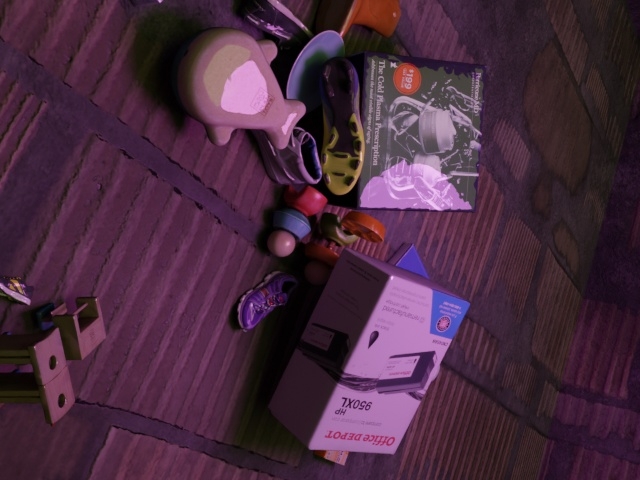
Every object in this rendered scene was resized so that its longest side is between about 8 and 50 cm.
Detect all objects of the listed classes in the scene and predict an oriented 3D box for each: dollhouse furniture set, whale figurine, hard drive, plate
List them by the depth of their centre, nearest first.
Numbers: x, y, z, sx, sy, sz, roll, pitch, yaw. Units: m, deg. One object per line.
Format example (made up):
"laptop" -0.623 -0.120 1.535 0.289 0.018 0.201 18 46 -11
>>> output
"dollhouse furniture set" -0.431 0.181 1.038 0.183 0.130 0.128 -61 147 -70
"whale figurine" -0.153 -0.275 1.247 0.272 0.141 0.216 27 90 -43
"plate" -0.016 -0.359 1.439 0.188 0.024 0.188 -43 153 -28
"hard drive" 0.255 0.197 1.871 0.210 0.040 0.318 -45 117 -37

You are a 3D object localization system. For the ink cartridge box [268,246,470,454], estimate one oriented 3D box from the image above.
"ink cartridge box" 0.107 0.250 1.469 0.286 0.166 0.394 20 98 -41

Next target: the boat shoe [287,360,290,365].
"boat shoe" 0.044 0.303 1.630 0.302 0.109 0.098 -17 116 -42

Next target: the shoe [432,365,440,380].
"shoe" 0.317 0.325 2.003 0.081 0.064 0.177 38 61 -45

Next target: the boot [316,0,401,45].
"boot" 0.104 -0.523 1.563 0.211 0.104 0.294 33 66 -48

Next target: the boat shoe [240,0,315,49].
"boat shoe" -0.075 -0.435 1.397 0.079 0.084 0.233 -47 149 13

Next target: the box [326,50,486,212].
"box" 0.195 -0.242 1.567 0.313 0.179 0.342 0 97 -23

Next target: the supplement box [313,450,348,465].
"supplement box" 0.032 0.522 1.702 0.098 0.036 0.062 39 67 -47

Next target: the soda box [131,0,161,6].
"soda box" -0.316 -0.489 1.080 0.073 0.069 0.216 -57 136 -28

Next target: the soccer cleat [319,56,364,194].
"soccer cleat" 0.048 -0.242 1.439 0.121 0.094 0.288 -41 129 -81

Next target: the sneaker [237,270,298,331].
"sneaker" -0.111 0.125 1.432 0.170 0.071 0.068 -48 130 -34

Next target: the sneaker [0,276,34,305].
"sneaker" -0.469 0.067 1.021 0.083 0.031 0.035 51 44 -47

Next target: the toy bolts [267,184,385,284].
"toy bolts" 0.000 0.000 1.466 0.229 0.218 0.158 34 75 -29

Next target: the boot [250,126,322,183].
"boot" -0.075 -0.228 1.375 0.095 0.124 0.258 -50 131 -34

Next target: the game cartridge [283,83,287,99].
"game cartridge" -0.063 -0.291 1.467 0.056 0.017 0.083 18 82 -54
